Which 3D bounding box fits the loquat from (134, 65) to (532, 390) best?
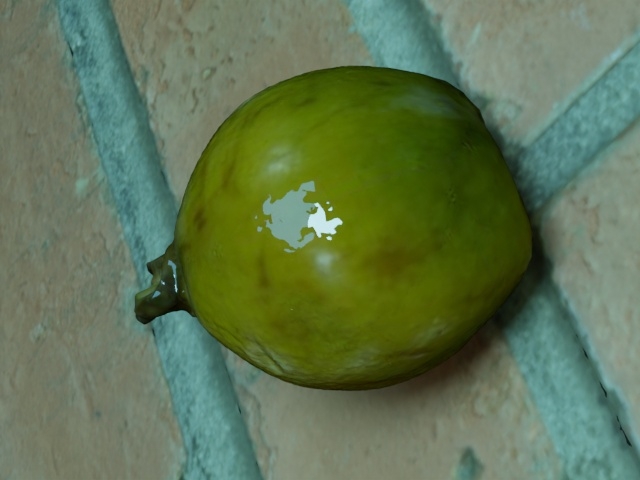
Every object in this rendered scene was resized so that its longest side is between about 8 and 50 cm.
[{"bbox_3d":[0.000,0.000,1.014,0.246,0.213,0.213,-17,54,-1],"label":"loquat"}]
